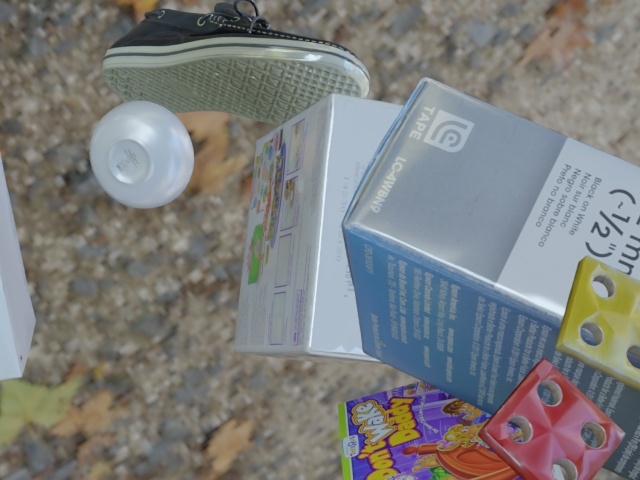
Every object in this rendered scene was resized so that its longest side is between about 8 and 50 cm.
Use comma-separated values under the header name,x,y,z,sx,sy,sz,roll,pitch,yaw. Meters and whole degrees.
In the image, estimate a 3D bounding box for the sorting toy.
name,x,y,z,sx,sy,sz,roll,pitch,yaw
sorting toy,0.191,0.117,0.600,0.132,0.274,0.046,-41,173,-32

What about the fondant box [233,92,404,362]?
name,x,y,z,sx,sy,sz,roll,pitch,yaw
fondant box,0.000,0.000,1.508,0.096,0.238,0.330,7,174,-15

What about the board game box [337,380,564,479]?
name,x,y,z,sx,sy,sz,roll,pitch,yaw
board game box,0.145,0.263,1.667,0.233,0.347,0.078,-17,111,5

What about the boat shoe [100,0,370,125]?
name,x,y,z,sx,sy,sz,roll,pitch,yaw
boat shoe,-0.126,-0.282,2.307,0.187,0.500,0.156,50,59,-41

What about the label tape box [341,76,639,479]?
name,x,y,z,sx,sy,sz,roll,pitch,yaw
label tape box,0.194,0.060,0.913,0.249,0.347,0.115,79,36,-69

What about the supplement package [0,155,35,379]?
name,x,y,z,sx,sy,sz,roll,pitch,yaw
supplement package,-0.384,0.028,1.382,0.203,0.149,0.194,-8,107,-3

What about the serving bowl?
name,x,y,z,sx,sy,sz,roll,pitch,yaw
serving bowl,-0.139,-0.062,1.133,0.083,0.083,0.027,-53,175,23
